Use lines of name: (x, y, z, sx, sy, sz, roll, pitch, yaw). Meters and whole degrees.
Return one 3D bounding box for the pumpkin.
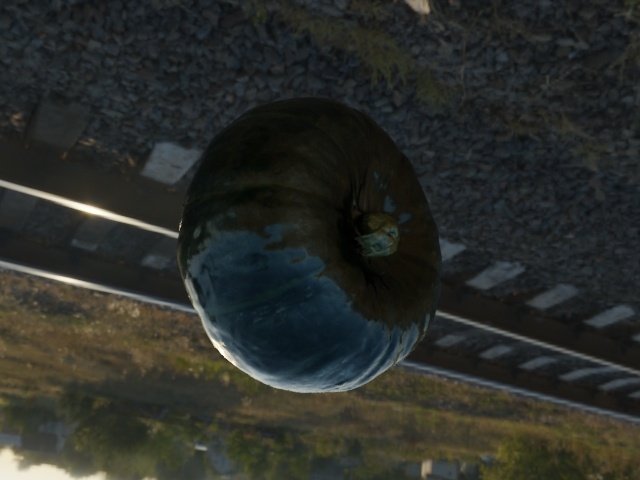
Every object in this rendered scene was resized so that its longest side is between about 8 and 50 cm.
pumpkin: (0.000, 0.000, 0.680, 0.300, 0.300, 0.207, 24, 149, -39)
